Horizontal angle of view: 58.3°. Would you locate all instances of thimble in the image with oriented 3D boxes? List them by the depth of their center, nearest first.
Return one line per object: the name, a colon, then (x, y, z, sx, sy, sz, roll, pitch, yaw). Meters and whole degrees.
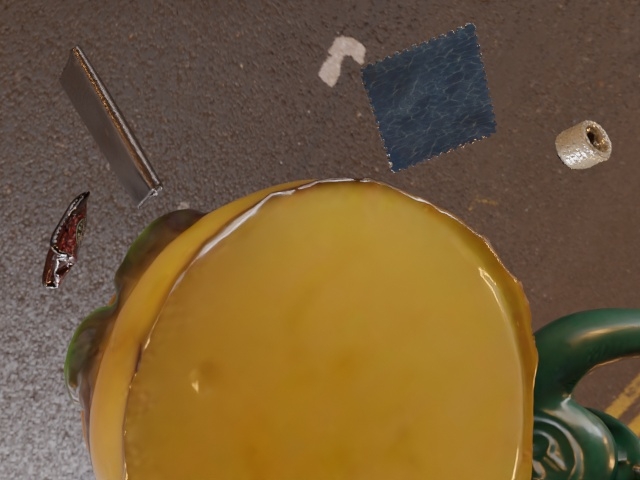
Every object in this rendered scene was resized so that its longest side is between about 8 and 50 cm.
thimble: (0.662, -0.239, 1.450, 0.115, 0.102, 0.090, 46, 145, -12)

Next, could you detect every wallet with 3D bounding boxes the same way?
wallet: (-0.430, -0.227, 1.184, 0.044, 0.170, 0.321, -32, 96, -31)

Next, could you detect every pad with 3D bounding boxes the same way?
pad: (0.246, -0.309, 1.278, 0.269, 0.012, 0.269, -22, 118, 5)

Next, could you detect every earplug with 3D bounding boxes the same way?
earplug: (0.295, 0.222, 0.628, 0.280, 0.164, 0.257, 43, 70, -34)

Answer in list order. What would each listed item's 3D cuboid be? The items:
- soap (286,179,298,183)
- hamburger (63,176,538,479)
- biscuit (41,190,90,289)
soap: (0.000, 0.000, 1.219, 0.112, 0.289, 0.182, -51, 161, 28)
hamburger: (-0.032, 0.144, 0.534, 0.395, 0.277, 0.396, 4, 81, -25)
biscuit: (-0.551, 0.006, 1.241, 0.063, 0.151, 0.235, 16, 145, -23)
